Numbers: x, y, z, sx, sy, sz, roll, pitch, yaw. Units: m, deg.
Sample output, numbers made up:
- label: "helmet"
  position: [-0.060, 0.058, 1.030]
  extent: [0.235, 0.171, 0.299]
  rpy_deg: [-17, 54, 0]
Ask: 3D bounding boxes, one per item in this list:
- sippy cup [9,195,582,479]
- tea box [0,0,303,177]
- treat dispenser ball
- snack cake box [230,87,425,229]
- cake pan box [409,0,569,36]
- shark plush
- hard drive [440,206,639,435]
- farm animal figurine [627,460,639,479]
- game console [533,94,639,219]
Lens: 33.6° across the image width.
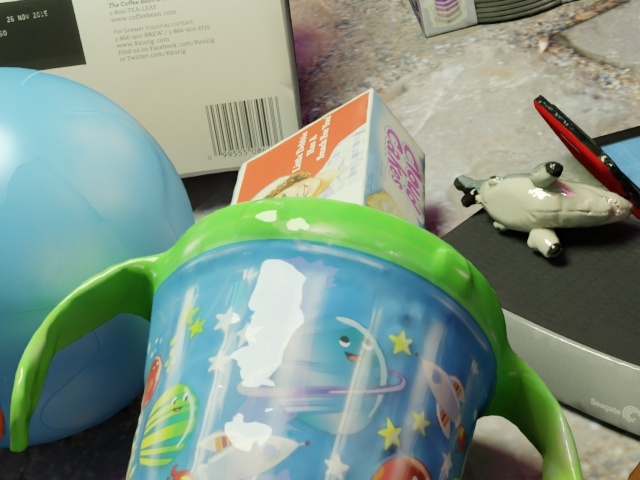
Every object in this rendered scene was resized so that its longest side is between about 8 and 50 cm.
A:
- label: "sippy cup"
  position: [-0.015, 0.131, 0.632]
  extent: [0.305, 0.240, 0.224]
  rpy_deg: [-8, 44, 26]
- label: "tea box"
  position: [-0.193, -0.218, 1.132]
  extent: [0.329, 0.220, 0.323]
  rpy_deg: [-7, 27, 1]
- label: "treat dispenser ball"
  position: [-0.237, 0.013, 0.810]
  extent: [0.288, 0.288, 0.288]
  rpy_deg: [-10, 34, 7]
- label: "snack cake box"
  position: [0.000, 0.000, 0.873]
  extent: [0.152, 0.089, 0.264]
  rpy_deg: [-29, 28, 24]
- label: "cake pan box"
  position: [0.227, -0.367, 1.374]
  extent: [0.246, 0.070, 0.267]
  rpy_deg: [-16, 34, 3]
- label: "shark plush"
  position: [0.167, -0.027, 0.851]
  extent: [0.067, 0.073, 0.161]
  rpy_deg: [-13, 5, -33]
- label: "hard drive"
  position: [0.194, 0.038, 0.814]
  extent: [0.172, 0.054, 0.255]
  rpy_deg: [-34, 38, -25]
- label: "farm animal figurine"
  position: [0.283, 0.176, 0.476]
  extent: [0.327, 0.172, 0.330]
  rpy_deg: [-7, 35, 11]
- label: "game console"
  position: [0.276, -0.086, 0.940]
  extent: [0.085, 0.124, 0.144]
  rpy_deg: [-41, 33, 9]
